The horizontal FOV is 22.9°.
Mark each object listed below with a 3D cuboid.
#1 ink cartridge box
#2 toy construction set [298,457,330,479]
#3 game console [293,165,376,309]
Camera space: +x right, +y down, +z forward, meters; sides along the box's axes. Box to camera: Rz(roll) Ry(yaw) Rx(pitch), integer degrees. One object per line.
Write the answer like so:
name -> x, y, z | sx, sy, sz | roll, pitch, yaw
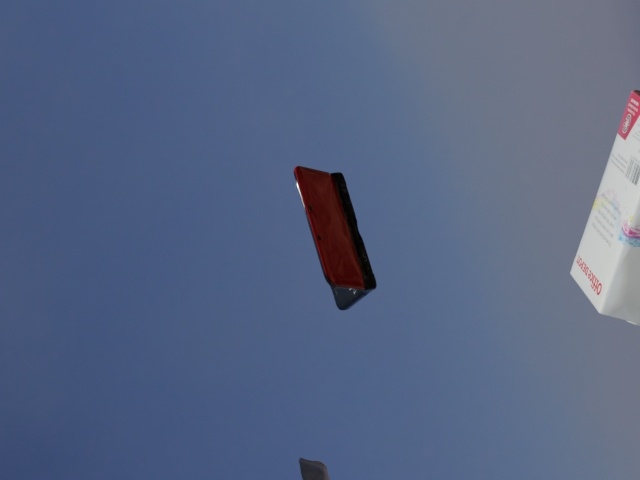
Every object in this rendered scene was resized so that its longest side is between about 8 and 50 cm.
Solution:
ink cartridge box -> 0.305, -0.019, 1.337 | 0.128, 0.127, 0.176 | -99, 25, -74
toy construction set -> 0.083, 0.293, 1.315 | 0.309, 0.257, 0.237 | 39, 162, 23
game console -> 0.000, 0.000, 1.780 | 0.124, 0.085, 0.144 | -41, 60, 57
